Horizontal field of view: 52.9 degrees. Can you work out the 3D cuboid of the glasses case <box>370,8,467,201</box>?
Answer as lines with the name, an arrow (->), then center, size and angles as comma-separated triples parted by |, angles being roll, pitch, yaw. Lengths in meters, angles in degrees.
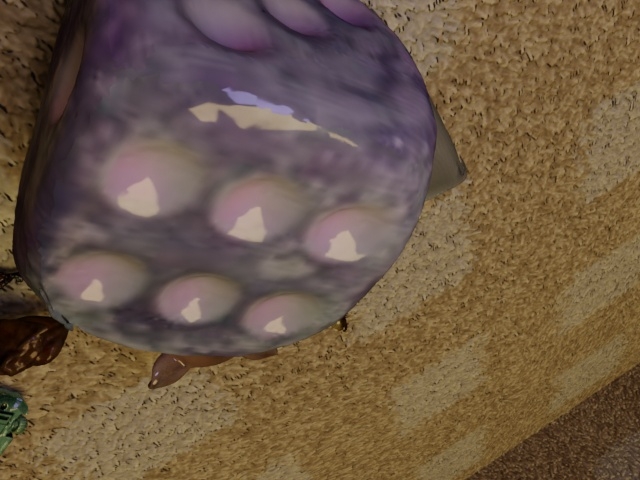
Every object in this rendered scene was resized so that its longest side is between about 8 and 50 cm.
glasses case -> 0.078, -0.146, 0.798 | 0.128, 0.083, 0.308 | -36, 142, 8

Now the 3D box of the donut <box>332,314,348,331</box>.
donut -> 0.002, -0.001, 0.839 | 0.259, 0.101, 0.152 | 70, 36, -55

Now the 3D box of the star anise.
star anise -> -0.374, 0.121, 0.696 | 0.196, 0.111, 0.212 | -19, 142, -10

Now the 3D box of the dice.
dice -> -0.088, -0.082, 0.541 | 0.270, 0.271, 0.270 | 15, 131, -29

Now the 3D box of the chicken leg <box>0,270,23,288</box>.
chicken leg -> -0.366, 0.049, 0.709 | 0.083, 0.021, 0.036 | -29, 133, -5

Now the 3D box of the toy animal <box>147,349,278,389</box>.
toy animal -> -0.147, 0.047, 0.782 | 0.165, 0.149, 0.248 | -10, 124, -9

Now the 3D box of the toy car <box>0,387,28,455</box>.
toy car -> -0.459, 0.266, 0.828 | 0.186, 0.058, 0.093 | -54, 139, 3
